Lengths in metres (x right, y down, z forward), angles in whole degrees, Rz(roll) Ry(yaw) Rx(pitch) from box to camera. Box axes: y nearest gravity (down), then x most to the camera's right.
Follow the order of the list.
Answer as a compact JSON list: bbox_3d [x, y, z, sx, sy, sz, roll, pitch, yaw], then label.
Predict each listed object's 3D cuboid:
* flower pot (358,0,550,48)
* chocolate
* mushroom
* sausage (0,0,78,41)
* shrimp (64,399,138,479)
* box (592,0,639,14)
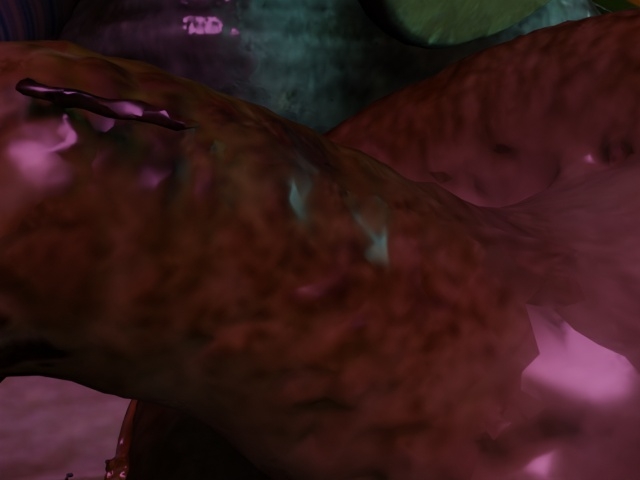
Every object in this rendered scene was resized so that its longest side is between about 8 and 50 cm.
[{"bbox_3d":[-0.001,-0.223,0.725,0.266,0.266,0.267,-31,58,-34],"label":"flower pot"},{"bbox_3d":[0.010,-0.079,0.820,0.248,0.110,0.110,-2,44,-8],"label":"chocolate"},{"bbox_3d":[0.045,0.027,0.566,0.334,0.356,0.331,-26,13,18],"label":"mushroom"},{"bbox_3d":[-0.113,-0.146,0.879,0.093,0.093,0.312,30,47,20],"label":"sausage"},{"bbox_3d":[-0.098,0.115,0.654,0.095,0.045,0.162,-1,45,19],"label":"shrimp"},{"bbox_3d":[0.117,-0.228,0.930,0.177,0.148,0.195,21,34,-35],"label":"box"}]
